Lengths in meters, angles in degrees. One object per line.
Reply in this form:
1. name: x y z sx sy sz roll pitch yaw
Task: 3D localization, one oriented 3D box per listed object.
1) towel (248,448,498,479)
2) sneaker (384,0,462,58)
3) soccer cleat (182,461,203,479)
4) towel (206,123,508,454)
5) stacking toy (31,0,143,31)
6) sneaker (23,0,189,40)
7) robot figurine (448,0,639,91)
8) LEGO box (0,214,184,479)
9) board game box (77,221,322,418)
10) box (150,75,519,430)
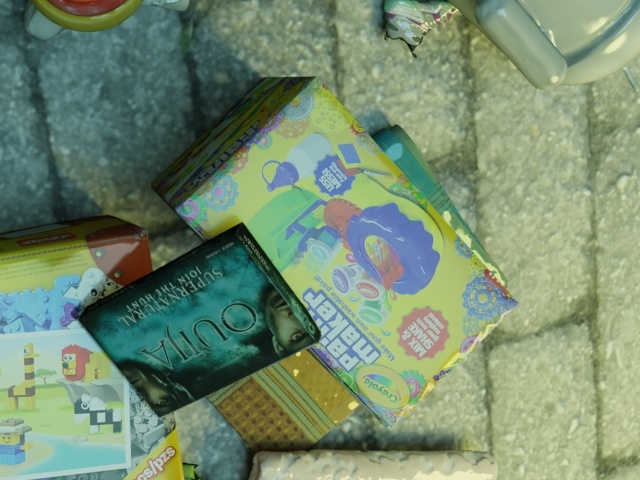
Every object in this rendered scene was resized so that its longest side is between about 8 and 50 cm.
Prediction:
1. towel: 0.041 0.403 1.506 0.332 0.053 0.317 5 110 -27
2. sneaker: 0.116 -0.238 1.348 0.098 0.038 0.069 0 109 -13
3. soccer cleat: -0.184 0.269 1.370 0.179 0.060 0.072 32 127 -33
4. towel: 0.015 0.072 1.410 0.370 0.040 0.271 -39 117 -5
5. stacking toy: -0.248 -0.365 1.040 0.309 0.130 0.279 31 89 -8
6. sneaker: -0.182 -0.258 1.184 0.232 0.090 0.115 -39 121 -6
7. robot figurine: 0.234 -0.301 1.280 0.353 0.200 0.300 36 57 -29
8. LEGO box: -0.399 0.202 1.149 0.500 0.193 0.372 -11 99 -19
9. board game box: -0.108 0.075 1.070 0.186 0.026 0.126 -28 109 26
10. box: 0.000 0.000 1.205 0.177 0.279 0.290 -44 105 -4
